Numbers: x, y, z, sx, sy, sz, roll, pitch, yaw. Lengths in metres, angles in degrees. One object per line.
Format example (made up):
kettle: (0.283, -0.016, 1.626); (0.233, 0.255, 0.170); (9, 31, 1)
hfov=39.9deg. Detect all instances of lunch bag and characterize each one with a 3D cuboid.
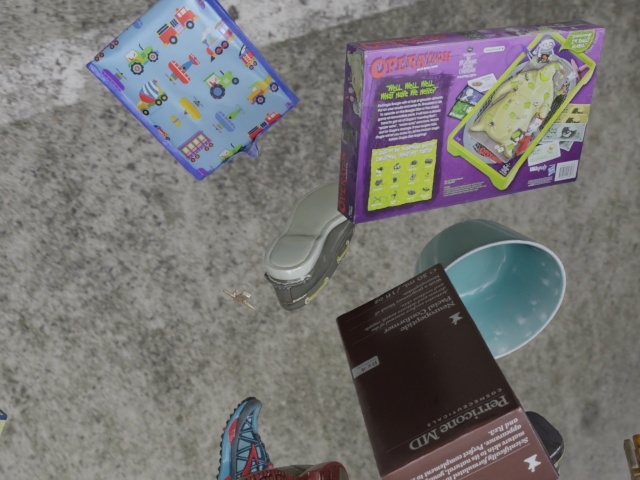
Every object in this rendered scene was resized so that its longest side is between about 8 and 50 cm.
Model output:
lunch bag: (-0.194, -0.251, 1.444); (0.221, 0.138, 0.293); (-39, 106, 6)

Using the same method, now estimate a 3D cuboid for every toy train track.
toy train track: (-0.101, 0.070, 1.142); (0.048, 0.083, 0.014); (32, 75, -7)

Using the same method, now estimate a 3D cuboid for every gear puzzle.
gear puzzle: (0.428, 0.345, 1.109); (0.044, 0.175, 0.339); (-15, 131, 14)

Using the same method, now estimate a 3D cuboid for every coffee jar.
coffee jar: (0.356, 0.356, 1.480); (0.079, 0.096, 0.184); (-39, 150, -12)

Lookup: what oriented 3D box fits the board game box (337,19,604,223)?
board game box: (0.184, -0.148, 1.064); (0.347, 0.056, 0.208); (-11, 124, -26)

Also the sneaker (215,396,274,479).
sneaker: (-0.128, 0.437, 1.706); (0.104, 0.125, 0.261); (41, 57, -72)

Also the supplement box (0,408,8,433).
supplement box: (-0.547, 0.294, 1.365); (0.083, 0.056, 0.083); (20, 92, -49)

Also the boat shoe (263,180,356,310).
boat shoe: (-0.004, 0.000, 1.471); (0.305, 0.109, 0.091); (-54, 144, -50)

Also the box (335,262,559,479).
box: (0.153, 0.204, 1.206); (0.191, 0.381, 0.143); (-29, 117, 5)

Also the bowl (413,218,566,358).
bowl: (0.310, 0.081, 1.756); (0.312, 0.163, 0.311); (-9, 127, -12)

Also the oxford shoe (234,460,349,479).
oxford shoe: (-0.087, 0.407, 1.336); (0.348, 0.130, 0.123); (16, 67, -58)
